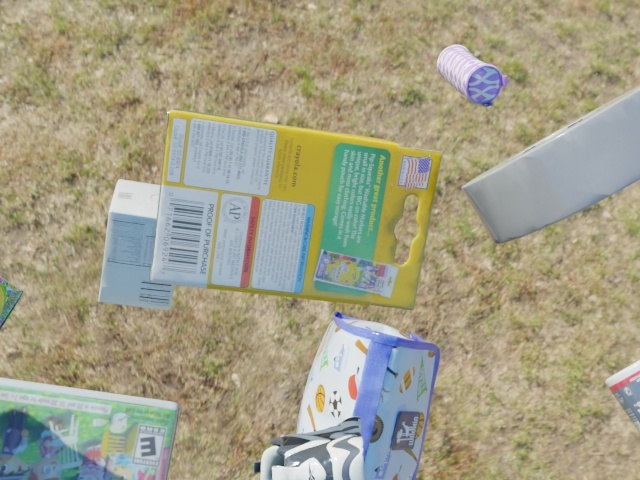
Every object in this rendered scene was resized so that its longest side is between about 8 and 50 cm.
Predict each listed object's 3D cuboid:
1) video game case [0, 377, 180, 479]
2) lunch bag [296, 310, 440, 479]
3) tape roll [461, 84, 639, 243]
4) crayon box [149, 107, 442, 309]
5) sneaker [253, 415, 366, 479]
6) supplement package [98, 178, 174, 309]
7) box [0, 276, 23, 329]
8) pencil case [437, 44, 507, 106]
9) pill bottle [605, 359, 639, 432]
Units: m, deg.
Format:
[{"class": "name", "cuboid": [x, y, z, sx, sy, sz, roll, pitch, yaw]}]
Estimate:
[{"class": "video game case", "cuboid": [-0.218, 0.193, 0.474, 0.212, 0.023, 0.193, 9, 71, -3]}, {"class": "lunch bag", "cuboid": [0.082, 0.319, 1.322, 0.238, 0.385, 0.328, 14, 86, 3]}, {"class": "tape roll", "cuboid": [0.260, -0.080, 0.724, 0.219, 0.219, 0.072, -30, 89, -23]}, {"class": "crayon box", "cuboid": [-0.032, -0.036, 0.857, 0.322, 0.083, 0.203, 7, 101, -9]}, {"class": "sneaker", "cuboid": [-0.015, 0.306, 0.986, 0.153, 0.235, 0.094, -3, 89, 1]}, {"class": "supplement package", "cuboid": [-0.372, 0.006, 1.475, 0.149, 0.203, 0.194, 8, 22, -13]}, {"class": "box", "cuboid": [-0.555, 0.076, 0.818, 0.279, 0.290, 0.177, 39, 59, -27]}, {"class": "pencil case", "cuboid": [0.315, -0.354, 1.475, 0.088, 0.086, 0.206, -19, 31, -1]}, {"class": "pill bottle", "cuboid": [0.562, 0.279, 1.138, 0.108, 0.108, 0.180, -22, 68, -21]}]
